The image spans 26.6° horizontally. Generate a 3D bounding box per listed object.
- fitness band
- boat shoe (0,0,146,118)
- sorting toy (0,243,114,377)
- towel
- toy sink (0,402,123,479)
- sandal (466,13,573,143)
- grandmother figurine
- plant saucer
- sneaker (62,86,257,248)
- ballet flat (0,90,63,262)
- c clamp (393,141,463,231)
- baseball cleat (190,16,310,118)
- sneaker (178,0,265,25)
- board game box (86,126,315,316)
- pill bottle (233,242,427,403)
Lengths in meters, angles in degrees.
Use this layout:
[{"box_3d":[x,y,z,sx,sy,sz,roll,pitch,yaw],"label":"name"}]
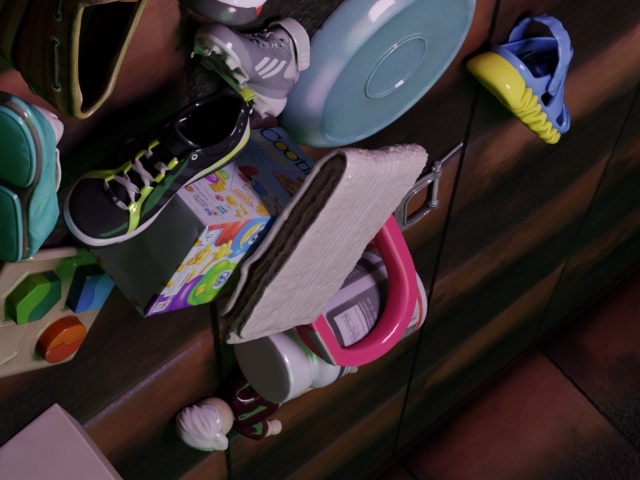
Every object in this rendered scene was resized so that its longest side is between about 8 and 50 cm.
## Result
[{"box_3d":[0.041,0.055,1.943,0.209,0.054,0.291,-45,130,-27],"label":"fitness band"},{"box_3d":[-0.168,-0.235,1.101,0.110,0.104,0.307,-23,152,-42],"label":"boat shoe"},{"box_3d":[-0.345,0.093,1.524,0.307,0.041,0.229,-10,142,-56],"label":"sorting toy"},{"box_3d":[0.000,0.000,1.552,0.187,0.049,0.282,-11,141,-57],"label":"towel"},{"box_3d":[-0.332,0.365,1.817,0.152,0.234,0.131,-40,159,-9],"label":"toy sink"},{"box_3d":[0.325,-0.238,1.993,0.138,0.126,0.317,-49,161,6],"label":"sandal"},{"box_3d":[-0.091,0.250,2.243,0.342,0.104,0.208,-26,127,-31],"label":"grandmother figurine"},{"box_3d":[0.083,-0.226,1.677,0.317,0.044,0.318,-36,159,-16],"label":"plant saucer"},{"box_3d":[-0.163,-0.086,1.357,0.234,0.084,0.097,-40,169,-23],"label":"sneaker"},{"box_3d":[-0.282,-0.077,1.273,0.087,0.083,0.247,-59,172,-35],"label":"ballet flat"},{"box_3d":[0.170,-0.074,2.167,0.137,0.022,0.161,-35,158,-21],"label":"c clamp"},{"box_3d":[-0.070,-0.204,1.426,0.109,0.072,0.206,-57,163,-6],"label":"baseball cleat"},{"box_3d":[-0.044,-0.292,1.140,0.145,0.090,0.270,-60,-178,34],"label":"sneaker"},{"box_3d":[-0.119,-0.027,1.551,0.275,0.144,0.142,-11,143,-54],"label":"board game box"},{"box_3d":[0.014,0.128,2.086,0.283,0.161,0.161,-28,155,-34],"label":"pill bottle"}]
